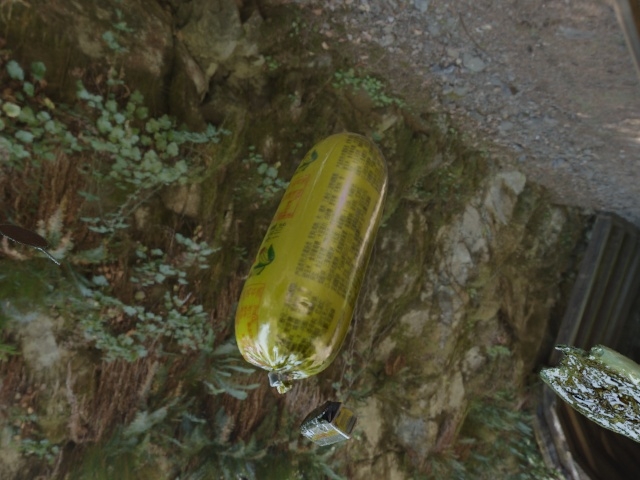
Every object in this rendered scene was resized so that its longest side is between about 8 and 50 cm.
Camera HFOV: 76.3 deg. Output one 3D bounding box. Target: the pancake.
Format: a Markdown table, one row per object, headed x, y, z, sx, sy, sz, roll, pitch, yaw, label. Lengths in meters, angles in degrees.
| x | y | z | sx | sy | sz | roll | pitch | yaw | label |
| --- | --- | --- | --- | --- | --- | --- | --- | --- | --- |
| 0.237 | 0.124 | 0.316 | 0.116 | 0.023 | 0.130 | 33 | 162 | 33 | pancake |

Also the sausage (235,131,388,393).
| x | y | z | sx | sy | sz | roll | pitch | yaw | label |
| --- | --- | --- | --- | --- | --- | --- | --- | --- | --- |
| 0.000 | 0.000 | 0.477 | 0.123 | 0.347 | 0.123 | 14 | 148 | 9 | sausage |

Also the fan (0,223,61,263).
| x | y | z | sx | sy | sz | roll | pitch | yaw | label |
| --- | --- | --- | --- | --- | --- | --- | --- | --- | --- |
| -0.497 | 0.005 | 0.705 | 0.133 | 0.005 | 0.085 | 32 | -179 | 12 | fan |

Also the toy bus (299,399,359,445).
| x | y | z | sx | sy | sz | roll | pitch | yaw | label |
| --- | --- | --- | --- | --- | --- | --- | --- | --- | --- |
| 0.015 | 0.381 | 0.841 | 0.072 | 0.057 | 0.172 | 37 | 143 | 3 | toy bus |
